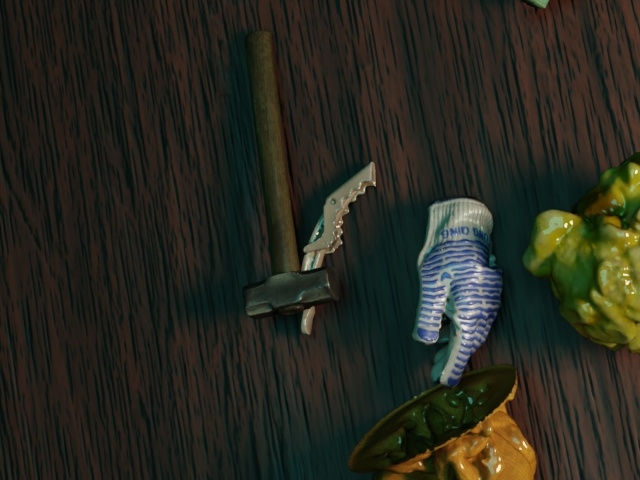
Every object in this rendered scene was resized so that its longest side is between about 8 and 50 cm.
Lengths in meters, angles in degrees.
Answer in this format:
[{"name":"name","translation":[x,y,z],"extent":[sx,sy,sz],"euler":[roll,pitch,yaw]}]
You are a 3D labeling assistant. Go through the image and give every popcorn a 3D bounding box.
[{"name":"popcorn","translation":[0.353,0.008,1.683],"extent":[0.217,0.181,0.235],"euler":[29,82,18]}]

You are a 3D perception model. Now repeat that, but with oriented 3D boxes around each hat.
[{"name":"hat","translation":[0.182,0.290,1.692],"extent":[0.244,0.233,0.233],"euler":[-21,100,51]}]

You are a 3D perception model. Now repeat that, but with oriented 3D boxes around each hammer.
[{"name":"hammer","translation":[-0.055,-0.088,1.851],"extent":[0.111,0.043,0.365],"euler":[-13,72,17]}]

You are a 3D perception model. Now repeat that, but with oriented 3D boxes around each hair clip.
[{"name":"hair clip","translation":[0.000,0.000,1.849],"extent":[0.072,0.034,0.226],"euler":[23,87,18]}]

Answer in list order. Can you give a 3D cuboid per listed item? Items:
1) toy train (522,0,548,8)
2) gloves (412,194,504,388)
[{"name":"toy train","translation":[0.273,-0.405,1.809],"extent":[0.157,0.105,0.253],"euler":[26,90,30]},{"name":"gloves","translation":[0.157,0.059,1.760],"extent":[0.097,0.119,0.229],"euler":[-10,69,55]}]
